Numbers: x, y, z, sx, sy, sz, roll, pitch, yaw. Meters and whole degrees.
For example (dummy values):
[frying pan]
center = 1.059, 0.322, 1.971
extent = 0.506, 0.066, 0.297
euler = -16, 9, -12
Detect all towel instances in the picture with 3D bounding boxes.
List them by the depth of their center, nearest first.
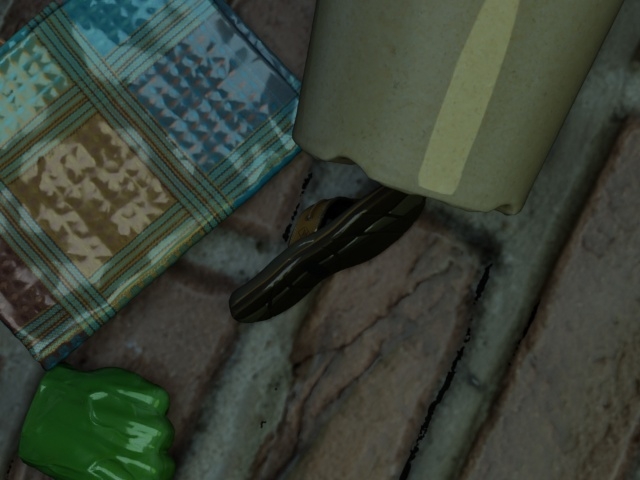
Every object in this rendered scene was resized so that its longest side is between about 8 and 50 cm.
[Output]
[towel]
center = -0.209, -0.095, 1.683
extent = 0.370, 0.040, 0.271
euler = -42, 86, -10

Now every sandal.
[sandal]
center = 0.000, 0.000, 1.685
extent = 0.219, 0.090, 0.060
euler = -35, 63, 8

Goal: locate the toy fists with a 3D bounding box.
[toy fists]
center = -0.222, 0.256, 1.667
extent = 0.142, 0.096, 0.279
euler = 20, 88, 20

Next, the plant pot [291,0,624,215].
[plant pot]
center = 0.123, -0.197, 1.581
extent = 0.334, 0.334, 0.305
euler = 18, 99, 5

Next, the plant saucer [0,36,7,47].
[plant saucer]
center = -0.365, -0.114, 1.728
extent = 0.200, 0.037, 0.200
euler = 0, 87, 3
